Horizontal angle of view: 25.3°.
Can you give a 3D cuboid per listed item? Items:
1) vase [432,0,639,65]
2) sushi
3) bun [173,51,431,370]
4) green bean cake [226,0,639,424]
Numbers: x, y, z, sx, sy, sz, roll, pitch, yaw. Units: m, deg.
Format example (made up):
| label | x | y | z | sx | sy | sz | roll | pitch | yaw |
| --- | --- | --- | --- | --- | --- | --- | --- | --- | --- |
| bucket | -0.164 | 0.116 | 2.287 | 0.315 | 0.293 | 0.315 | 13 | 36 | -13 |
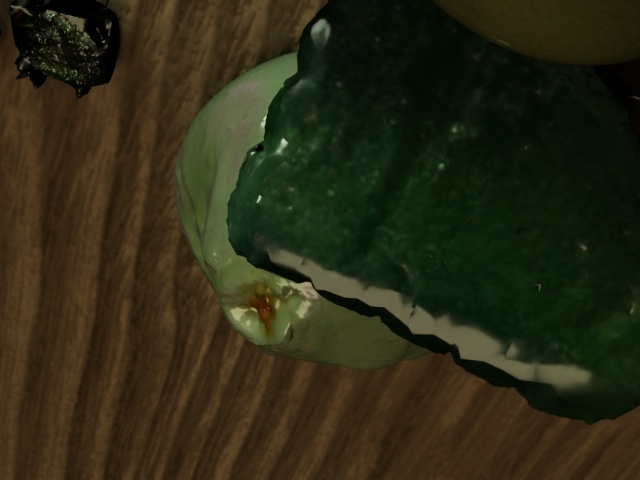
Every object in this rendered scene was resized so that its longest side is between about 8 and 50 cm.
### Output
| label | x | y | z | sx | sy | sz | roll | pitch | yaw |
| --- | --- | --- | --- | --- | --- | --- | --- | --- | --- |
| vase | 0.114 | -0.278 | 0.797 | 0.302 | 0.329 | 0.241 | 26 | 165 | 13 |
| sushi | -0.213 | -0.168 | 1.204 | 0.083 | 0.056 | 0.084 | 14 | 132 | 4 |
| bun | 0.000 | 0.000 | 1.157 | 0.293 | 0.187 | 0.293 | 12 | 129 | 15 |
| green bean cake | 0.127 | -0.064 | 0.972 | 0.308 | 0.169 | 0.300 | 27 | 90 | 4 |
